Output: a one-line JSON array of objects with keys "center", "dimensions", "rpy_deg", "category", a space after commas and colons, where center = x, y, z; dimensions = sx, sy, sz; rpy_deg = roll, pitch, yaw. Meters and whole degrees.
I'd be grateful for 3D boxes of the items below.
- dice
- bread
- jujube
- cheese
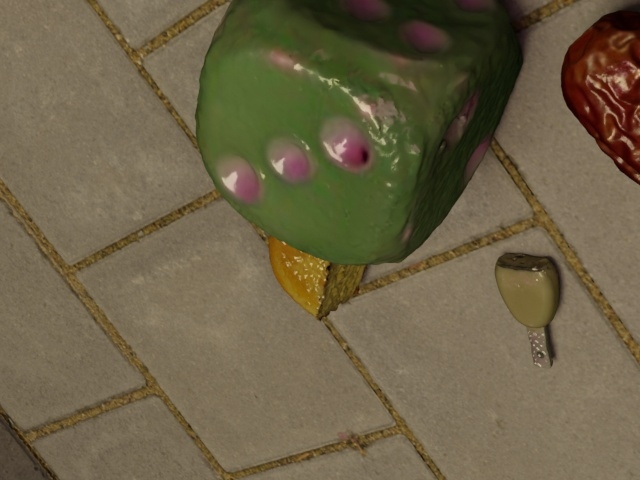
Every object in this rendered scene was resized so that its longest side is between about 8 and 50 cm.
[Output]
[{"center": [0.048, -0.188, 1.905], "dimensions": [0.322, 0.318, 0.330], "rpy_deg": [30, 136, 15], "category": "dice"}, {"center": [0.000, 0.000, 2.223], "dimensions": [0.139, 0.143, 0.229], "rpy_deg": [29, 134, 16], "category": "bread"}, {"center": [0.400, -0.160, 1.763], "dimensions": [0.250, 0.174, 0.174], "rpy_deg": [48, 139, 8], "category": "jujube"}, {"center": [0.308, 0.106, 2.148], "dimensions": [0.097, 0.037, 0.192], "rpy_deg": [8, 126, 34], "category": "cheese"}]
